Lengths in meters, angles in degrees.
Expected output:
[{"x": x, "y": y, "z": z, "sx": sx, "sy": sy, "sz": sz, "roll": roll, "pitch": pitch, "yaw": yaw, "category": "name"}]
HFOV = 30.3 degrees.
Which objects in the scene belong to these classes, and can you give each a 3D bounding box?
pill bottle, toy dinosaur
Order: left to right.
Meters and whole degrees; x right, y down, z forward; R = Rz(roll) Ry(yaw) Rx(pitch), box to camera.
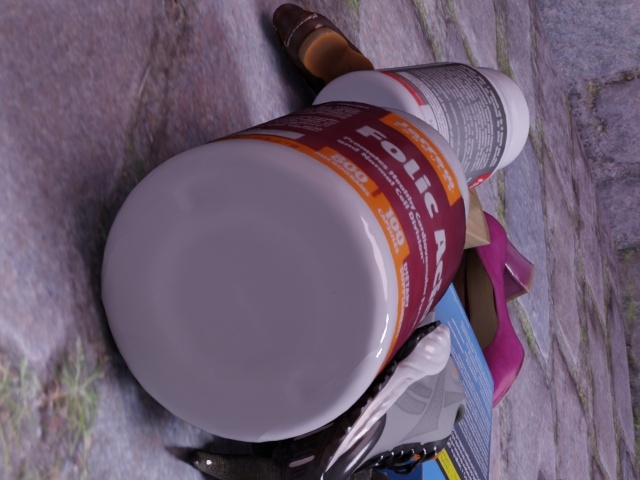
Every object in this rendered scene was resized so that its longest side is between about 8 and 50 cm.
[{"x": -0.004, "y": 0.202, "z": 1.050, "sx": 0.160, "sy": 0.121, "sz": 0.313, "roll": 70, "pitch": 13, "yaw": 14, "category": "toy dinosaur"}, {"x": 0.000, "y": 0.000, "z": 1.006, "sx": 0.392, "sy": 0.224, "sz": 0.224, "roll": -36, "pitch": 114, "yaw": -68, "category": "pill bottle"}, {"x": 0.125, "y": -0.128, "z": 1.401, "sx": 0.283, "sy": 0.161, "sz": 0.161, "roll": -16, "pitch": 95, "yaw": -52, "category": "pill bottle"}]

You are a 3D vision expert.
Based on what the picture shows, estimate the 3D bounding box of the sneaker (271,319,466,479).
[{"x": 0.058, "y": 0.155, "z": 0.997, "sx": 0.271, "sy": 0.100, "sz": 0.108, "roll": -29, "pitch": 93, "yaw": -57, "category": "sneaker"}]

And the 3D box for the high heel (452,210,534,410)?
[{"x": 0.215, "y": 0.105, "z": 1.779, "sx": 0.181, "sy": 0.127, "sz": 0.377, "roll": 41, "pitch": 38, "yaw": -16, "category": "high heel"}]

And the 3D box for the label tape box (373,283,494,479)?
[{"x": 0.120, "y": 0.228, "z": 1.390, "sx": 0.333, "sy": 0.106, "sz": 0.240, "roll": -78, "pitch": 150, "yaw": -45, "category": "label tape box"}]

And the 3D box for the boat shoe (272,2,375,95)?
[{"x": 0.006, "y": -0.211, "z": 1.360, "sx": 0.073, "sy": 0.073, "sz": 0.207, "roll": 43, "pitch": -2, "yaw": 24, "category": "boat shoe"}]

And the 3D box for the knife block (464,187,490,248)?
[{"x": 0.153, "y": -0.035, "z": 1.647, "sx": 0.242, "sy": 0.088, "sz": 0.275, "roll": -74, "pitch": 147, "yaw": -50, "category": "knife block"}]

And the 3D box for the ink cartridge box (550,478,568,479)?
[{"x": 0.454, "y": 0.622, "z": 2.166, "sx": 0.165, "sy": 0.065, "sz": 0.332, "roll": 57, "pitch": 30, "yaw": -48, "category": "ink cartridge box"}]
